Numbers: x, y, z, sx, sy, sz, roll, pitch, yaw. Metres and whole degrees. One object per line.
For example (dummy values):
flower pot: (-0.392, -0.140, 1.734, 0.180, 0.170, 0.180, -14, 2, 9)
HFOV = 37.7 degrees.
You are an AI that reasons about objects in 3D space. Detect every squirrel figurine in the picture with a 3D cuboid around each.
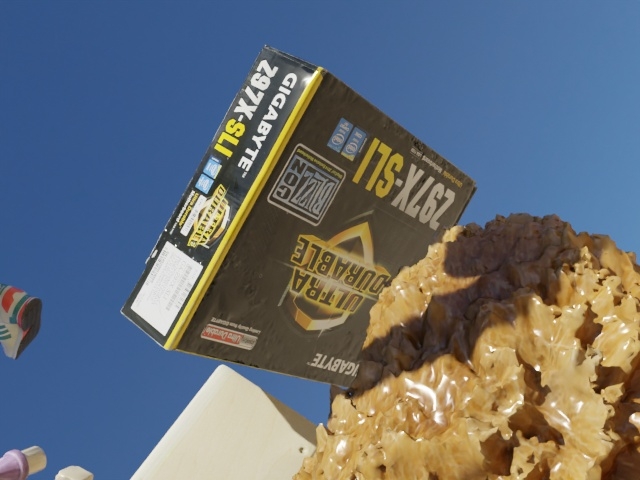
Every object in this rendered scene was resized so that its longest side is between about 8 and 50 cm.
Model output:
squirrel figurine: (0.177, 0.137, 0.470, 0.371, 0.397, 0.281, -57, -15, 12)

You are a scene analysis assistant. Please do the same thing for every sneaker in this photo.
sneaker: (-0.455, 0.113, 1.371, 0.057, 0.075, 0.161, -57, -2, -37)

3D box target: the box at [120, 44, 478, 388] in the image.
box: (0.000, 0.000, 0.879, 0.322, 0.079, 0.257, 25, -87, -55)

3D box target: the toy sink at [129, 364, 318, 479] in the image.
toy sink: (-0.097, 0.259, 0.917, 0.153, 0.131, 0.234, -52, -11, -34)

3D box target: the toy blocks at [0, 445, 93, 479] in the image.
toy blocks: (-0.463, 0.485, 1.382, 0.260, 0.308, 0.289, -10, -67, -58)
